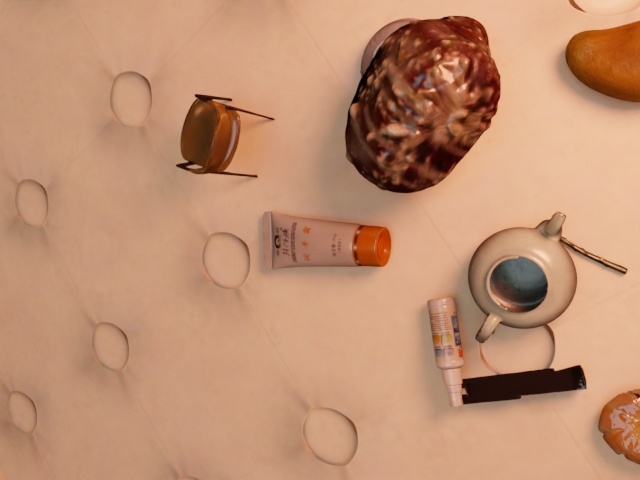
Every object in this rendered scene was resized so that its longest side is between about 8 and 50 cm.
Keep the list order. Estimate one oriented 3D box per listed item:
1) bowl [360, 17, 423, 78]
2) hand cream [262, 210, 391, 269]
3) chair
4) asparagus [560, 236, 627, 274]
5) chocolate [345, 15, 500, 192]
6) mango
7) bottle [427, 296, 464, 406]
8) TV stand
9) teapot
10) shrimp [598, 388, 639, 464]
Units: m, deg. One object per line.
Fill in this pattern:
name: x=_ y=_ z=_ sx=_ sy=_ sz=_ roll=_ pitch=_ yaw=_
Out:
bowl: x=0.153 y=-0.353 z=1.072 sx=0.189 sy=0.086 sz=0.188 roll=4 pitch=99 yaw=25
hand cream: x=0.000 y=0.000 z=1.201 sx=0.315 sy=0.089 sz=0.139 roll=0 pitch=95 yaw=32
chair: x=-0.227 y=-0.226 z=1.177 sx=0.173 sy=0.247 sz=0.158 roll=26 pitch=107 yaw=21
asparagus: x=0.493 y=0.019 z=1.008 sx=0.163 sy=0.016 sz=0.016 roll=32 pitch=135 yaw=18
chocolate: x=0.183 y=-0.227 z=0.962 sx=0.225 sy=0.210 sz=0.340 roll=25 pitch=120 yaw=-17
mango: x=0.530 y=-0.302 z=0.900 sx=0.228 sy=0.099 sz=0.136 roll=15 pitch=108 yaw=31
bottle: x=0.259 y=0.226 z=1.096 sx=0.060 sy=0.060 sz=0.216 roll=-10 pitch=80 yaw=26
TV stand: x=0.389 y=0.290 z=1.076 sx=0.257 sy=0.049 sz=0.040 roll=-15 pitch=89 yaw=26
teapot: x=0.372 y=0.073 z=1.007 sx=0.193 sy=0.129 sz=0.294 roll=32 pitch=109 yaw=18
shrimp: x=0.647 y=0.357 z=0.963 sx=0.267 sy=0.061 sz=0.145 roll=21 pitch=96 yaw=23
